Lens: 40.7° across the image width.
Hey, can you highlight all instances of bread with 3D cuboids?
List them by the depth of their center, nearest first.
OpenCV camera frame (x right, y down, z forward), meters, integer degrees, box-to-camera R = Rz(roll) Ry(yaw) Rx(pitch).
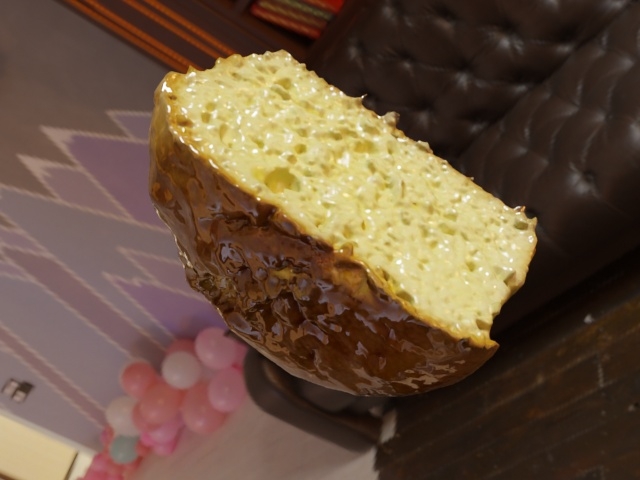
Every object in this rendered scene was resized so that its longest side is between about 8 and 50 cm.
[{"bbox_3d":[0.000,0.000,0.736,0.194,0.340,0.179,-44,-16,-41],"label":"bread"}]
